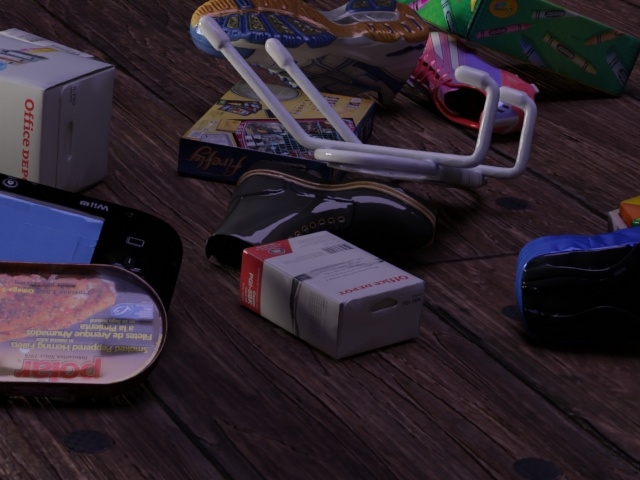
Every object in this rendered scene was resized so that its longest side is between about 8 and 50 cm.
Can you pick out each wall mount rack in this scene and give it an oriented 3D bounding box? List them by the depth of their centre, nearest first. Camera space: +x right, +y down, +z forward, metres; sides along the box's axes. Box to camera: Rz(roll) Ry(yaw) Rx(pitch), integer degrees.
[{"bbox_3d":[0.046,-0.130,1.831,0.304,0.130,0.350,10,2,17],"label":"wall mount rack"}]

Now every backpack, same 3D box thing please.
[{"bbox_3d":[0.231,0.041,1.617,0.120,0.098,0.101,-7,12,0],"label":"backpack"}]

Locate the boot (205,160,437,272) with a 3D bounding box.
[{"bbox_3d":[0.000,0.000,1.715,0.198,0.077,0.137,9,33,14],"label":"boot"}]

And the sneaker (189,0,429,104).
[{"bbox_3d":[-0.017,-0.209,2.142,0.296,0.131,0.112,2,39,-24],"label":"sneaker"}]

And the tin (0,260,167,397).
[{"bbox_3d":[-0.215,0.071,1.428,0.190,0.040,0.106,3,56,-10],"label":"tin"}]

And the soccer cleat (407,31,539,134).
[{"bbox_3d":[0.156,-0.190,2.208,0.095,0.083,0.248,-15,32,-34],"label":"soccer cleat"}]

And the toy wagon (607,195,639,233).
[{"bbox_3d":[0.447,0.010,1.743,0.344,0.068,0.267,13,21,42],"label":"toy wagon"}]

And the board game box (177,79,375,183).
[{"bbox_3d":[-0.043,-0.114,2.006,0.165,0.042,0.243,10,21,10],"label":"board game box"}]

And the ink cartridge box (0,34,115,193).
[{"bbox_3d":[-0.313,-0.123,1.839,0.176,0.128,0.127,17,24,23],"label":"ink cartridge box"}]

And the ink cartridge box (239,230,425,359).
[{"bbox_3d":[0.009,0.046,1.591,0.099,0.056,0.135,-12,27,-38],"label":"ink cartridge box"}]

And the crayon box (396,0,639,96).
[{"bbox_3d":[0.251,-0.274,2.326,0.278,0.081,0.165,15,12,-37],"label":"crayon box"}]

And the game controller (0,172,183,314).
[{"bbox_3d":[-0.276,0.000,1.529,0.319,0.067,0.166,15,44,-4],"label":"game controller"}]

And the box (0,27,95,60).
[{"bbox_3d":[-0.380,-0.202,2.146,0.145,0.038,0.186,21,25,34],"label":"box"}]
